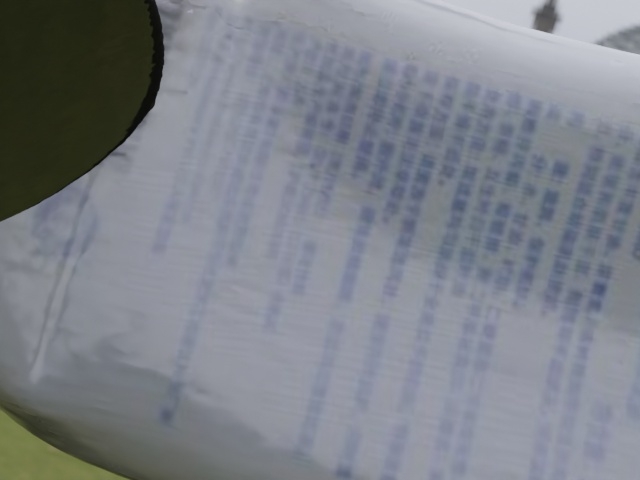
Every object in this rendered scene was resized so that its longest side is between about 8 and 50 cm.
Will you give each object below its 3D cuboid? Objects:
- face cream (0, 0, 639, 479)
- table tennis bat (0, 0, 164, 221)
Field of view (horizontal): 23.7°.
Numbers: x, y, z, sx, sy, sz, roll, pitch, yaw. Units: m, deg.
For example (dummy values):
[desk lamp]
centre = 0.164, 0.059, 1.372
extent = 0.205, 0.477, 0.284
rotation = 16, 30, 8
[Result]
[face cream]
centre = 0.000, 0.000, 0.594
extent = 0.420, 0.235, 0.137
rotation = 16, -8, 4
[table tennis bat]
centre = -0.103, -0.041, 0.305
extent = 0.138, 0.022, 0.246
rotation = -23, -18, -5
